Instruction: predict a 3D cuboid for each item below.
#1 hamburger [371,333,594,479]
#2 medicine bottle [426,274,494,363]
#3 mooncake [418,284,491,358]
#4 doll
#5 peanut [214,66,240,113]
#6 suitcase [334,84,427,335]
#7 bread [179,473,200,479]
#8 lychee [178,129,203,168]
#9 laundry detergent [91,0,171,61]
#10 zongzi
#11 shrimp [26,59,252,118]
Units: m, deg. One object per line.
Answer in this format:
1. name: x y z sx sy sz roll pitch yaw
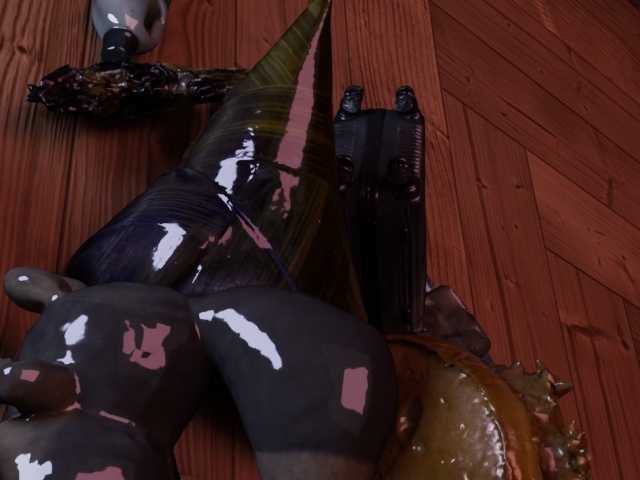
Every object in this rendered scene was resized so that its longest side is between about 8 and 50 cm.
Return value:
1. hamburger: 0.211 0.302 1.406 0.268 0.287 0.445 26 46 -40
2. medicine bottle: 0.192 0.143 1.717 0.090 0.054 0.208 -22 78 -54
3. mooncake: 0.163 0.141 1.636 0.130 0.125 0.073 53 -1 -6
4. doll: -0.143 0.199 0.981 0.252 0.379 0.382 42 48 -59
5. peanut: -0.122 -0.192 1.614 0.054 0.054 0.113 27 45 -36
6. suitcase: 0.074 -0.029 1.522 0.202 0.128 0.312 -82 169 -46
7. bread: -0.116 0.329 1.187 0.251 0.039 0.182 35 39 -27
8. lychee: -0.083 -0.075 1.455 0.194 0.194 0.194 32 40 -32
9. laundry detergent: -0.248 -0.306 1.532 0.099 0.070 0.225 39 36 -30
10. zongzi: 0.000 0.000 1.311 0.403 0.432 0.208 40 -8 -28
11. shrimp: -0.176 -0.183 1.393 0.365 0.233 0.071 -13 104 -57
